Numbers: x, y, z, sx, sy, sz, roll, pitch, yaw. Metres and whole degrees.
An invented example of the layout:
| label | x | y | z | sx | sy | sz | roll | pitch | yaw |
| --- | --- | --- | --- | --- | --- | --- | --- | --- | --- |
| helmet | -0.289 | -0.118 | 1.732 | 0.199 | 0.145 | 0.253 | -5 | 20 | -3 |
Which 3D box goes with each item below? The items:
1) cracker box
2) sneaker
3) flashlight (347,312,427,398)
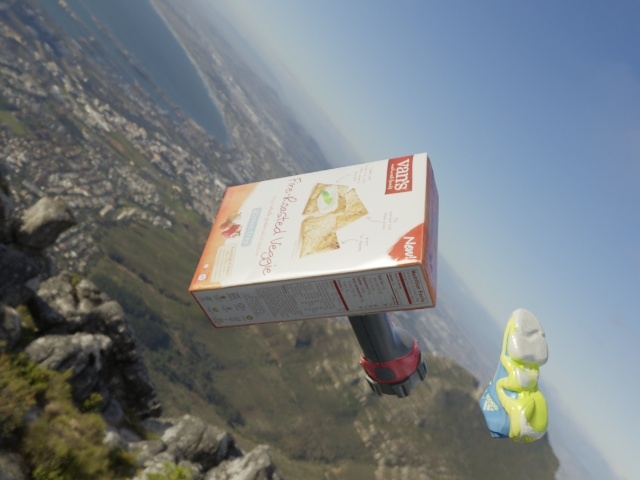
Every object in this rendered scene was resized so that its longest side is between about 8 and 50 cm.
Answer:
| label | x | y | z | sx | sy | sz | roll | pitch | yaw |
| --- | --- | --- | --- | --- | --- | --- | --- | --- | --- |
| cracker box | 0.000 | 0.000 | 0.640 | 0.156 | 0.232 | 0.067 | -79 | 154 | -44 |
| sneaker | 0.330 | 0.240 | 1.120 | 0.091 | 0.126 | 0.240 | 28 | 52 | -20 |
| flashlight | 0.079 | 0.109 | 0.909 | 0.103 | 0.103 | 0.304 | 35 | -24 | 44 |
